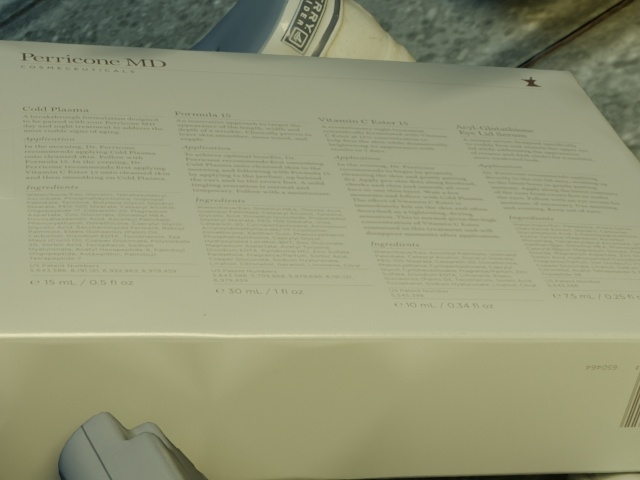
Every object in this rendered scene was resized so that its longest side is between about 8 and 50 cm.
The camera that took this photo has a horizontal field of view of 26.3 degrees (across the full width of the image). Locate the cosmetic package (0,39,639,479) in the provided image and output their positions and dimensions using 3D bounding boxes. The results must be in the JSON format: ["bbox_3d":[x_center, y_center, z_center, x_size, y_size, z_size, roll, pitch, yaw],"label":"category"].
[{"bbox_3d":[0.000,0.000,0.731,0.377,0.097,0.284,1,35,-14],"label":"cosmetic package"}]

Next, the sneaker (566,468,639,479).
[{"bbox_3d":[0.230,0.192,0.624,0.152,0.114,0.305,-21,33,-21],"label":"sneaker"}]

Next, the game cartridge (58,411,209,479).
[{"bbox_3d":[0.004,0.213,0.592,0.060,0.294,0.196,-40,42,-8],"label":"game cartridge"}]

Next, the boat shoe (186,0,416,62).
[{"bbox_3d":[-0.044,-0.075,1.007,0.367,0.156,0.136,-29,38,55],"label":"boat shoe"}]
